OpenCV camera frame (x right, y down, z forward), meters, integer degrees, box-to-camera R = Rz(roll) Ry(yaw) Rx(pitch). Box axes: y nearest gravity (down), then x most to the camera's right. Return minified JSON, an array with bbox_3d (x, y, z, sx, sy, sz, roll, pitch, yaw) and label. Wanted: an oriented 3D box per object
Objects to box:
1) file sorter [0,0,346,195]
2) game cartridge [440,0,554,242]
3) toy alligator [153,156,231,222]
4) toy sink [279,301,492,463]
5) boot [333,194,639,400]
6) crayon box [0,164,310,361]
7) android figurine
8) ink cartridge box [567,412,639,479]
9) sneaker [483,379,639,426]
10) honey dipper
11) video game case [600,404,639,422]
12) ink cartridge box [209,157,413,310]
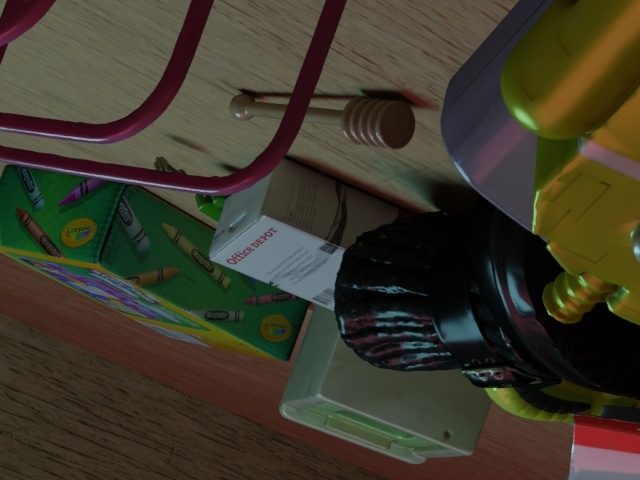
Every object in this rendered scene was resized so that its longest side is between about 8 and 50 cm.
[{"bbox_3d":[-0.137,-0.151,0.714,0.202,0.182,0.291,9,165,40],"label":"file sorter"},{"bbox_3d":[0.209,-0.032,0.821,0.294,0.060,0.196,23,142,-17],"label":"game cartridge"},{"bbox_3d":[-0.056,-0.025,1.548,0.051,0.056,0.190,-32,139,14],"label":"toy alligator"},{"bbox_3d":[0.058,0.124,1.841,0.153,0.131,0.234,22,169,-10],"label":"toy sink"},{"bbox_3d":[0.111,0.024,1.271,0.260,0.131,0.348,12,167,33],"label":"boot"},{"bbox_3d":[-0.158,0.023,1.851,0.165,0.081,0.278,9,165,41],"label":"crayon box"},{"bbox_3d":[0.186,-0.036,0.738,0.248,0.056,0.273,24,137,-18],"label":"android figurine"},{"bbox_3d":[0.231,0.151,1.273,0.145,0.045,0.179,8,170,10],"label":"ink cartridge box"},{"bbox_3d":[0.214,0.104,1.625,0.295,0.109,0.123,28,-171,-45],"label":"sneaker"},{"bbox_3d":[-0.005,-0.080,1.244,0.030,0.030,0.161,29,170,-40],"label":"honey dipper"},{"bbox_3d":[0.275,0.139,1.326,0.143,0.019,0.157,5,167,25],"label":"video game case"},{"bbox_3d":[0.000,0.000,1.479,0.135,0.056,0.099,24,151,-19],"label":"ink cartridge box"}]
